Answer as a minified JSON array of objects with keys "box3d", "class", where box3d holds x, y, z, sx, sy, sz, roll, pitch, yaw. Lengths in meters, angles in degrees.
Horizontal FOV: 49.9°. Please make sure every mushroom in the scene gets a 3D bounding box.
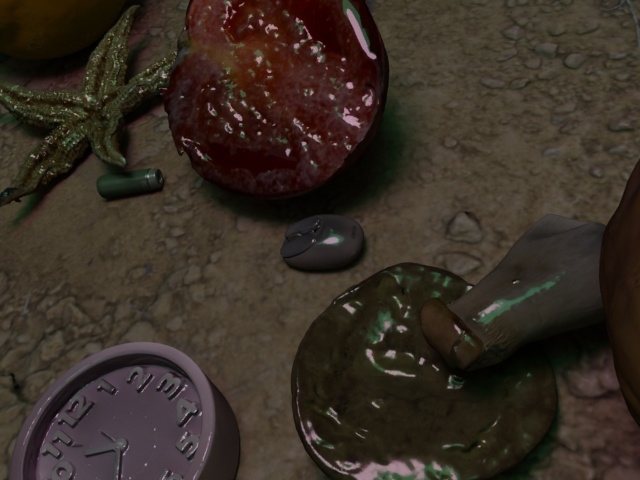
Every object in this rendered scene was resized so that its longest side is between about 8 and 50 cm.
[{"box3d":[0.194,0.049,0.605,0.225,0.093,0.116,-36,39,-23],"class":"mushroom"}]

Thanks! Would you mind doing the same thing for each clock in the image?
[{"box3d":[-0.178,0.194,0.632,0.197,0.068,0.196,-9,50,11],"class":"clock"}]

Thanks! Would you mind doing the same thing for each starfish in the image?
[{"box3d":[-0.313,-0.192,0.983,0.358,0.078,0.347,-23,48,-1],"class":"starfish"}]

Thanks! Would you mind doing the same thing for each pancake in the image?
[{"box3d":[0.091,0.125,0.617,0.242,0.050,0.241,-4,49,5],"class":"pancake"}]

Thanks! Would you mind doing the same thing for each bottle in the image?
[{"box3d":[-0.248,-0.076,0.899,0.083,0.030,0.030,-8,50,10],"class":"bottle"}]

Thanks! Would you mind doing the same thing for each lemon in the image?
[{"box3d":[-0.460,-0.457,1.089,0.348,0.348,0.347,-9,50,11],"class":"lemon"}]

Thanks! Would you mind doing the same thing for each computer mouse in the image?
[{"box3d":[0.000,-0.001,0.752,0.096,0.039,0.066,0,52,19],"class":"computer mouse"}]

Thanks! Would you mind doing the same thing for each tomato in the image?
[{"box3d":[-0.032,-0.190,0.836,0.309,0.170,0.308,-1,88,23],"class":"tomato"}]

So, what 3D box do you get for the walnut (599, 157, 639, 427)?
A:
[{"box3d":[0.362,0.035,0.425,0.382,0.381,0.381,-9,50,11],"class":"walnut"}]
